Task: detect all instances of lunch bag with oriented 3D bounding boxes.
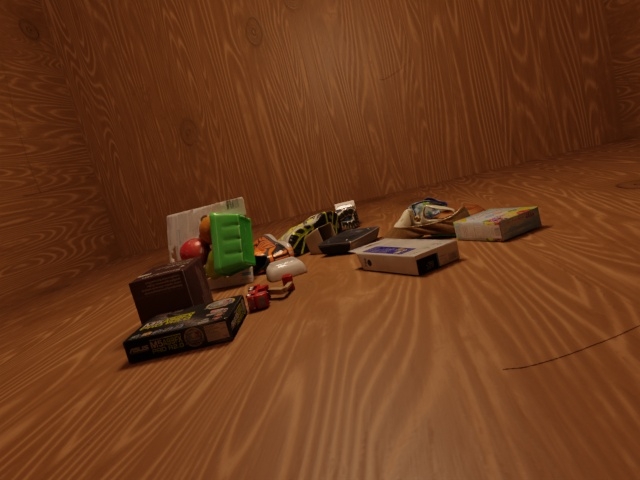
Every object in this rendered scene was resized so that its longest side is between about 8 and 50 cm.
[{"bbox_3d":[0.461,-0.133,2.150,0.151,0.096,0.129,-13,-2,2],"label":"lunch bag"}]

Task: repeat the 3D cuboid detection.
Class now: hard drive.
[{"bbox_3d":[0.121,-0.001,2.011,0.172,0.054,0.255,-6,12,34],"label":"hard drive"}]

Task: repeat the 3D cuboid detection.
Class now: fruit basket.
[{"bbox_3d":[-0.422,0.029,1.902,0.353,0.327,0.165,-14,-12,24],"label":"fruit basket"}]

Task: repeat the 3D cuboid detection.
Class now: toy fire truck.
[{"bbox_3d":[-0.147,0.153,1.499,0.135,0.047,0.192,-13,9,0],"label":"toy fire truck"}]

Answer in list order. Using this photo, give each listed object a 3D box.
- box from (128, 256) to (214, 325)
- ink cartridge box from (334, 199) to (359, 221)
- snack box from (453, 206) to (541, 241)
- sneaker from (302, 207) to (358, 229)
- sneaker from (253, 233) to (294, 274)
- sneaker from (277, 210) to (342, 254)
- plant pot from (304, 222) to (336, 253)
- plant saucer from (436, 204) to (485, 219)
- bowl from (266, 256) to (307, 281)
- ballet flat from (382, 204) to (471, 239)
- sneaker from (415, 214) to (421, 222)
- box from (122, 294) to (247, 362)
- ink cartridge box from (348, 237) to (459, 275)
[{"bbox_3d":[-0.442,0.162,1.513,0.169,0.167,0.203,-14,9,3],"label":"box"},{"bbox_3d":[0.137,-0.150,2.615,0.104,0.061,0.181,-13,-28,5],"label":"ink cartridge box"},{"bbox_3d":[0.565,-0.054,1.611,0.175,0.070,0.207,-19,8,-25],"label":"snack box"},{"bbox_3d":[0.031,-0.070,2.473,0.330,0.129,0.147,-13,-4,-37],"label":"sneaker"},{"bbox_3d":[-0.253,0.056,2.034,0.180,0.124,0.321,-18,9,-28],"label":"sneaker"},{"bbox_3d":[-0.049,-0.040,2.264,0.147,0.145,0.385,-5,11,42],"label":"sneaker"},{"bbox_3d":[0.000,0.000,2.077,0.096,0.109,0.109,-21,3,35],"label":"plant pot"},{"bbox_3d":[0.579,-0.112,2.067,0.200,0.037,0.200,-14,8,2],"label":"plant saucer"},{"bbox_3d":[-0.129,0.099,1.803,0.142,0.053,0.142,-18,9,-13],"label":"bowl"},{"bbox_3d":[0.370,-0.062,1.791,0.342,0.124,0.116,-10,9,28],"label":"ballet flat"},{"bbox_3d":[0.361,-0.056,1.997,0.084,0.069,0.185,-21,0,17],"label":"sneaker"},{"bbox_3d":[-0.343,0.226,1.309,0.270,0.060,0.216,-13,9,4],"label":"box"},{"bbox_3d":[0.244,0.044,1.525,0.165,0.065,0.333,-19,11,-27],"label":"ink cartridge box"}]
